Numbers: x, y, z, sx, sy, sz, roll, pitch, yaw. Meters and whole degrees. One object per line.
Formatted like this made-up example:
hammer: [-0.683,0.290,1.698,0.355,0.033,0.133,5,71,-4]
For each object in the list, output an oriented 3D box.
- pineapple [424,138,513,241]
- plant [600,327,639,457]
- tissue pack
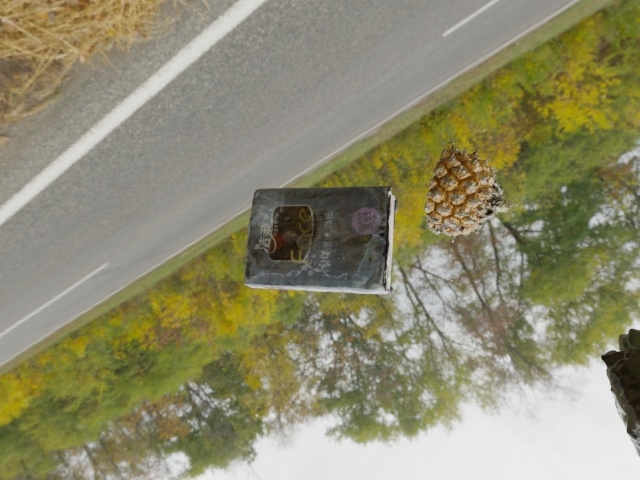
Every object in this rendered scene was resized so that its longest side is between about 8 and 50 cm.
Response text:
pineapple: [0.277,-0.079,0.816,0.136,0.176,0.161,16,-135,22]
plant: [0.462,0.206,0.602,0.129,0.132,0.194,-13,-163,31]
tissue pack: [0.000,0.000,1.103,0.361,0.259,0.122,2,165,18]
